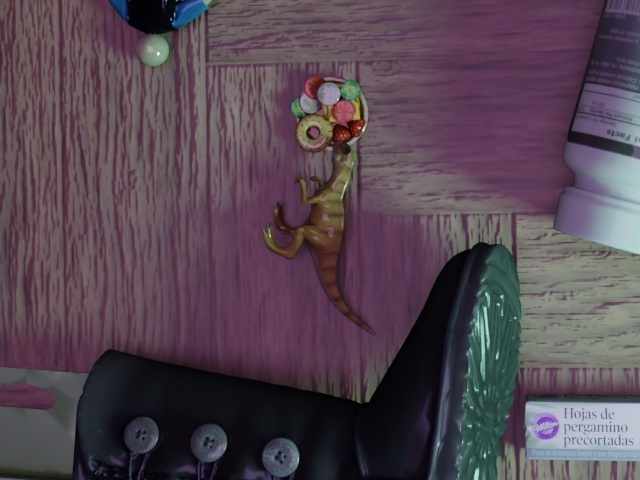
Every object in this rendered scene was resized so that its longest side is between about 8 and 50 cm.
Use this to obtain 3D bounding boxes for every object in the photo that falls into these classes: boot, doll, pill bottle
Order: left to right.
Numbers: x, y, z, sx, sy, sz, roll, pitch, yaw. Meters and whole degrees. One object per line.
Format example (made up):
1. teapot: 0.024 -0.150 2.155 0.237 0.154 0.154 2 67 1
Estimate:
1. doll: -0.170 -0.283 1.752 0.129 0.046 0.189 11 93 9
2. boot: -0.034 0.165 1.688 0.445 0.146 0.367 3 70 27
3. pill bottle: 0.339 -0.130 1.624 0.161 0.161 0.283 15 94 8

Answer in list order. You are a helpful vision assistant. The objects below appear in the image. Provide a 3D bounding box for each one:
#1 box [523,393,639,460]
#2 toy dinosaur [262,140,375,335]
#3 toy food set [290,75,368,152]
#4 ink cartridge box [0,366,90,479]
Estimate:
1. box: 0.375 0.196 1.675 0.324 0.067 0.063 0 91 9
2. toy dinosaur: 0.000 0.000 1.723 0.112 0.064 0.211 3 99 15
3. toy food set: 0.010 -0.138 1.742 0.083 0.020 0.083 -6 91 9
4. ink cartridge box: -0.341 0.262 1.790 0.171 0.056 0.235 3 94 9
